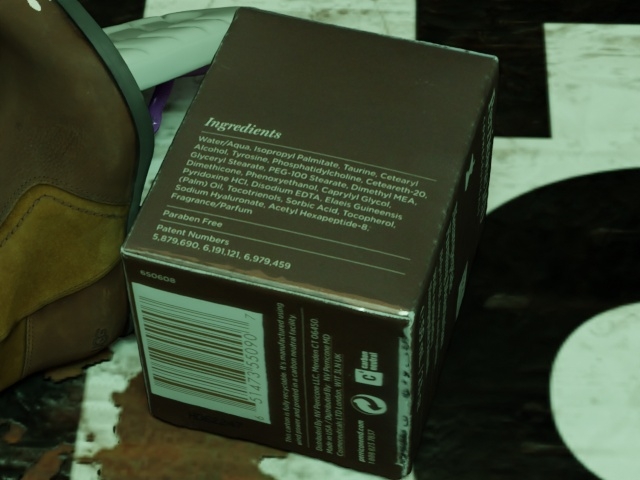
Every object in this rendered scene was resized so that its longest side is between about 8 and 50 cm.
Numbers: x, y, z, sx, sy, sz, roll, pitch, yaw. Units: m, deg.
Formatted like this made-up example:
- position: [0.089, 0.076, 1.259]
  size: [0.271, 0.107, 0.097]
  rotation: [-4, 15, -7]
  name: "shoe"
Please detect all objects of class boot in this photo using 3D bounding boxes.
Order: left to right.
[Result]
- position: [-0.227, 0.003, 0.897]
  size: [0.280, 0.264, 0.096]
  rotation: [-33, 49, -25]
  name: "boot"

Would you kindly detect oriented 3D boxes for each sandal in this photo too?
- position: [-0.210, -0.060, 1.041]
  size: [0.416, 0.102, 0.169]
  rotation: [-24, 21, -31]
  name: "sandal"

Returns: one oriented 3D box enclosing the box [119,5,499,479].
- position: [0.000, 0.000, 0.949]
  size: [0.167, 0.168, 0.203]
  rotation: [13, 53, 12]
  name: "box"
